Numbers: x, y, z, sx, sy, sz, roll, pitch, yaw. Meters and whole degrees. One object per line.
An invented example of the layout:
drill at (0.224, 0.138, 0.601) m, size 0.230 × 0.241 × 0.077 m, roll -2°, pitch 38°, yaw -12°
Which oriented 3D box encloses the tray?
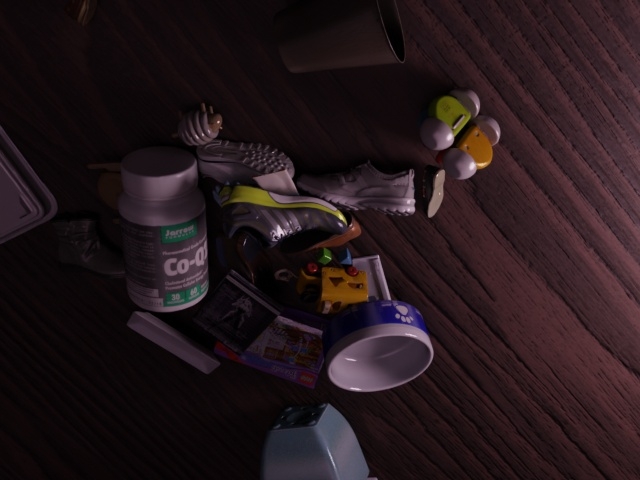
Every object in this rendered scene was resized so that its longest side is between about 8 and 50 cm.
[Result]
tray at (-0.399, 0.274, 2.036) m, size 0.270 × 0.030 × 0.145 m, roll 33°, pitch 152°, yaw -8°

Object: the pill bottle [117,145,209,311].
pill bottle at (-0.374, -0.027, 1.778) m, size 0.204 × 0.204 × 0.360 m, roll 7°, pitch 122°, yaw 8°

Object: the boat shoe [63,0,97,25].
boat shoe at (-0.501, -0.546, 1.585) m, size 0.060 × 0.064 × 0.178 m, roll 29°, pitch 124°, yaw -8°

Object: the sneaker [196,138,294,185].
sneaker at (-0.174, -0.169, 1.734) m, size 0.235 × 0.090 × 0.094 m, roll 14°, pitch 134°, yaw 9°

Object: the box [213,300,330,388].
box at (-0.123, 0.260, 1.977) m, size 0.294 × 0.057 × 0.200 m, roll 20°, pitch 121°, yaw 0°

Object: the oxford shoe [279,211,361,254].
oxford shoe at (0.000, 0.000, 1.796) m, size 0.212 × 0.076 × 0.076 m, roll -16°, pitch 145°, yaw 26°

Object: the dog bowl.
dog bowl at (0.138, 0.263, 1.835) m, size 0.265 × 0.104 × 0.264 m, roll -6°, pitch 140°, yaw -5°

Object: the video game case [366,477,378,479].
video game case at (0.043, 0.853, 2.302) m, size 0.329 × 0.036 × 0.299 m, roll -7°, pitch 118°, yaw 15°

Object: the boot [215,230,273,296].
boot at (-0.191, 0.062, 1.884) m, size 0.106 × 0.082 × 0.219 m, roll 14°, pitch 134°, yaw 33°

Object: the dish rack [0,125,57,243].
dish rack at (-0.868, -0.143, 1.897) m, size 0.286 × 0.072 × 0.332 m, roll -22°, pitch 112°, yaw 23°

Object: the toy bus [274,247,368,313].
toy bus at (0.018, 0.126, 1.808) m, size 0.202 × 0.104 × 0.191 m, roll -27°, pitch 133°, yaw 24°

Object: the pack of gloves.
pack of gloves at (-0.130, -0.097, 1.745) m, size 0.195 × 0.046 × 0.232 m, roll -13°, pitch 148°, yaw 15°

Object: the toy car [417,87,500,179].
toy car at (0.277, -0.222, 1.577) m, size 0.182 × 0.159 × 0.136 m, roll 49°, pitch 154°, yaw -17°

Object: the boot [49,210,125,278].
boot at (-0.577, 0.009, 1.920) m, size 0.247 × 0.083 × 0.161 m, roll 3°, pitch 115°, yaw 9°

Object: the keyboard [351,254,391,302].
keyboard at (0.142, 0.150, 1.885) m, size 0.072 × 0.014 × 0.255 m, roll -6°, pitch 118°, yaw 21°

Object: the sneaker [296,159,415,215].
sneaker at (0.085, -0.129, 1.703) m, size 0.282 × 0.105 × 0.115 m, roll 9°, pitch 85°, yaw 13°

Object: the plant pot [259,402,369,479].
plant pot at (-0.030, 0.596, 2.055) m, size 0.247 × 0.248 × 0.252 m, roll -10°, pitch 101°, yaw 18°

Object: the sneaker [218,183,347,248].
sneaker at (-0.086, -0.037, 1.670) m, size 0.300 × 0.121 × 0.111 m, roll 9°, pitch 164°, yaw -14°

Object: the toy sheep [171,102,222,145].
toy sheep at (-0.282, -0.259, 1.695) m, size 0.132 × 0.091 × 0.091 m, roll -16°, pitch 115°, yaw 24°

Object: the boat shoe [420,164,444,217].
boat shoe at (0.252, -0.112, 1.691) m, size 0.042 × 0.049 × 0.133 m, roll 31°, pitch 138°, yaw 33°

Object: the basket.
basket at (0.033, -0.425, 1.495) m, size 0.227 × 0.154 × 0.204 m, roll -11°, pitch 119°, yaw 22°

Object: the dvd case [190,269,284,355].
dvd case at (-0.216, 0.189, 1.904) m, size 0.165 × 0.018 × 0.221 m, roll 37°, pitch 126°, yaw -7°

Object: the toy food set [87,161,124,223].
toy food set at (-0.490, -0.124, 1.850) m, size 0.133 × 0.038 × 0.192 m, roll 2°, pitch 131°, yaw 17°
